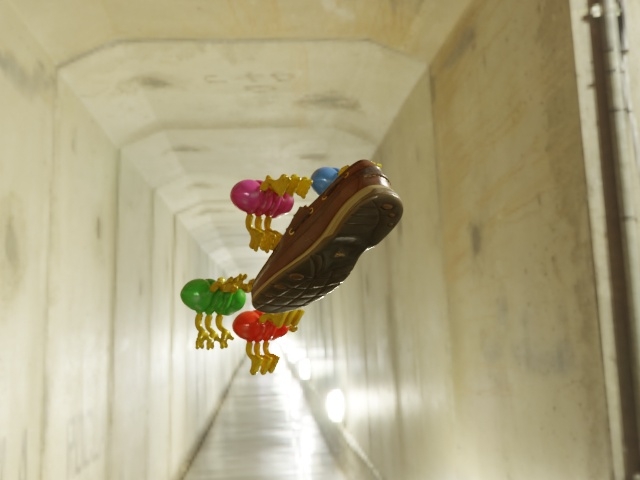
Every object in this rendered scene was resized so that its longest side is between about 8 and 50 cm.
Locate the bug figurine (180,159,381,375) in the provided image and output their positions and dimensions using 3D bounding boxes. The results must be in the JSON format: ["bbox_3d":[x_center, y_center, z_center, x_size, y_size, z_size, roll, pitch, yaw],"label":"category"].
[{"bbox_3d":[-0.050,0.014,0.952,0.072,0.279,0.216,35,13,30],"label":"bug figurine"}]

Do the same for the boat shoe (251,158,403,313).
[{"bbox_3d":[0.000,0.000,0.766,0.064,0.060,0.178,19,-52,-40],"label":"boat shoe"}]
